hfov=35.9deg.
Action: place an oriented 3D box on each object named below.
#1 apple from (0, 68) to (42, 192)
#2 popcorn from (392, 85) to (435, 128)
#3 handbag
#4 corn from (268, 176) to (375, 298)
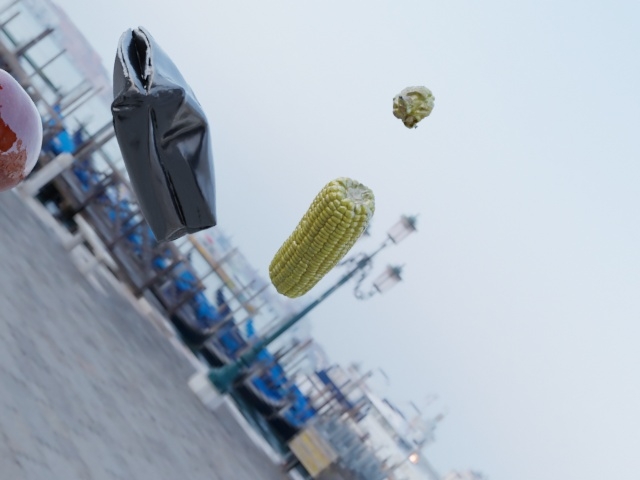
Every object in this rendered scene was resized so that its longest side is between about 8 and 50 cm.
[{"bbox_3d":[-0.669,-0.215,1.902,0.260,0.216,0.260,17,-27,9],"label":"apple"},{"bbox_3d":[0.162,-0.251,1.801,0.084,0.084,0.084,51,-4,5],"label":"popcorn"},{"bbox_3d":[-0.274,-0.195,1.701,0.288,0.152,0.342,-114,-168,-45],"label":"handbag"},{"bbox_3d":[0.000,0.000,1.559,0.093,0.093,0.244,50,-48,16],"label":"corn"}]
